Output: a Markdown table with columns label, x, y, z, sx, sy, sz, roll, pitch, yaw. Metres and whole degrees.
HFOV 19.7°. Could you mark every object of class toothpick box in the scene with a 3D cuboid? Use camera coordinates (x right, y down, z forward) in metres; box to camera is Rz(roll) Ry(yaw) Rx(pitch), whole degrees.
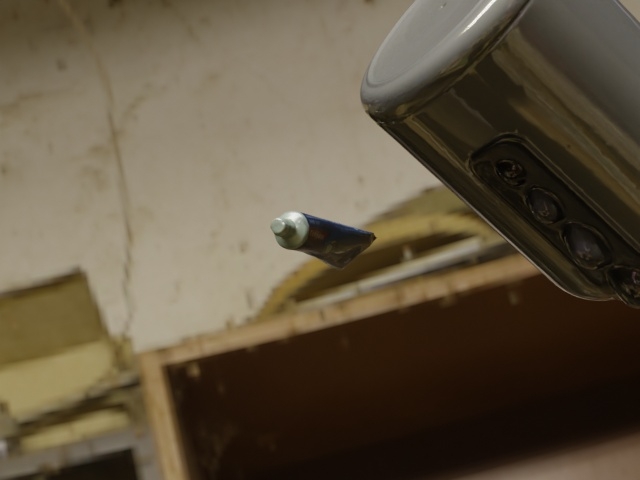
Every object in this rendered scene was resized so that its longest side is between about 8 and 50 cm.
| label | x | y | z | sx | sy | sz | roll | pitch | yaw |
| --- | --- | --- | --- | --- | --- | --- | --- | --- | --- |
| toothpick box | 0.205 | -0.079 | 1.498 | 0.316 | 0.229 | 0.229 | 43 | -51 | -15 |

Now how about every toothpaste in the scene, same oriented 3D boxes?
| label | x | y | z | sx | sy | sz | roll | pitch | yaw |
| --- | --- | --- | --- | --- | --- | --- | --- | --- | --- |
| toothpaste | 0.000 | 0.000 | 0.879 | 0.027 | 0.019 | 0.083 | -42 | -26 | 17 |
